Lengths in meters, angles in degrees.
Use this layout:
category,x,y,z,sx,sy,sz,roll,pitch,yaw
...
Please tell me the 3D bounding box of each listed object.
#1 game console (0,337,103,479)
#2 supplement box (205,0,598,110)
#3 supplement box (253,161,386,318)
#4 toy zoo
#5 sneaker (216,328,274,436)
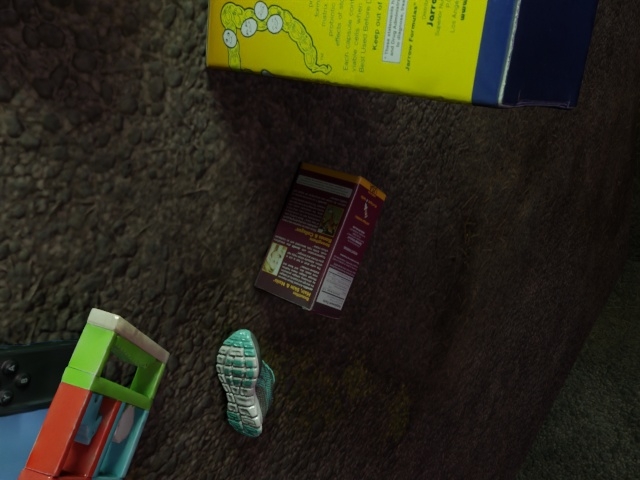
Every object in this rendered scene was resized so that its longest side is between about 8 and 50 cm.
category,x,y,z,sx,sy,sz,roll,pitch,yaw
game console,-0.282,0.258,0.568,0.250,0.173,0.293,3,103,-53
supplement box,0.075,-0.251,0.662,0.194,0.356,0.195,-13,115,-50
supplement box,0.000,0.000,0.888,0.081,0.104,0.188,26,84,-54
toy zoo,-0.234,0.228,0.628,0.192,0.030,0.293,85,21,-69
sneaker,-0.097,0.185,0.892,0.076,0.065,0.166,-48,144,-55
